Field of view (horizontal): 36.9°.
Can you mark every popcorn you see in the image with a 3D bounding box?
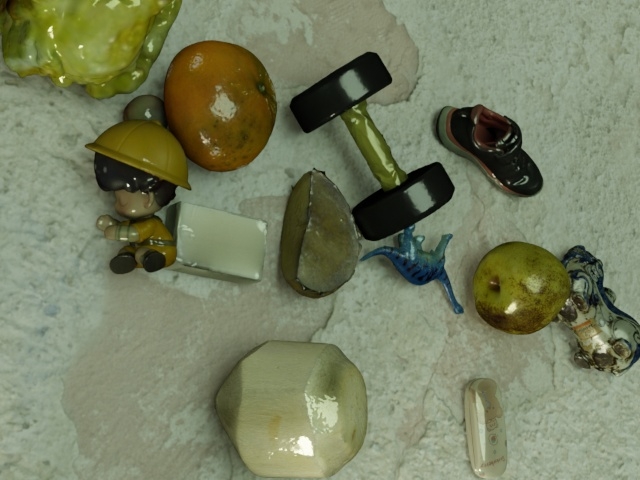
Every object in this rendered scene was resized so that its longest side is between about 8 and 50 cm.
[{"bbox_3d":[-0.378,-0.402,1.594,0.312,0.312,0.312,6,78,-29],"label":"popcorn"}]

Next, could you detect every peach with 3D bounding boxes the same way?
[{"bbox_3d":[-0.309,-0.221,1.708,0.083,0.083,0.083,6,78,-29],"label":"peach"}]

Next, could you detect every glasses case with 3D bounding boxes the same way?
[{"bbox_3d":[0.341,0.386,1.976,0.081,0.051,0.204,-1,81,-31],"label":"glasses case"}]

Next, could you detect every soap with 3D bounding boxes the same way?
[{"bbox_3d":[-0.190,0.007,1.740,0.183,0.063,0.122,13,74,-28],"label":"soap"}]

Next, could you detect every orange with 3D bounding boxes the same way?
[{"bbox_3d":[-0.173,-0.242,1.712,0.240,0.171,0.240,33,52,-56],"label":"orange"}]

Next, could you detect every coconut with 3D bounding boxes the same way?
[{"bbox_3d":[-0.059,0.291,1.661,0.237,0.265,0.238,-2,90,-66],"label":"coconut"}]

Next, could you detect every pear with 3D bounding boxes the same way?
[{"bbox_3d":[0.423,0.100,2.001,0.197,0.197,0.197,6,78,-29],"label":"pear"}]

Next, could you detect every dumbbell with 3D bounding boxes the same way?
[{"bbox_3d":[0.099,-0.181,1.860,0.203,0.203,0.323,-34,97,-30],"label":"dumbbell"}]

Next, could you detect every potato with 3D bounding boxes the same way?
[{"bbox_3d":[0.000,0.000,1.830,0.138,0.098,0.243,19,68,-27],"label":"potato"}]

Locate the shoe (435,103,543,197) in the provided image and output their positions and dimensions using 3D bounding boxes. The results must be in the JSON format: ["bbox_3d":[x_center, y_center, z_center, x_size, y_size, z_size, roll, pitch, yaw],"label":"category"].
[{"bbox_3d":[0.390,-0.205,2.067,0.291,0.137,0.114,33,67,-21],"label":"shoe"}]

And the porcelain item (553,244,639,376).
[{"bbox_3d":[0.611,0.157,2.141,0.288,0.138,0.186,50,44,-7],"label":"porcelain item"}]

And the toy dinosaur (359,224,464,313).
[{"bbox_3d":[0.197,0.035,1.945,0.329,0.076,0.145,29,62,-40],"label":"toy dinosaur"}]

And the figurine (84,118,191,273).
[{"bbox_3d":[-0.302,-0.077,1.628,0.167,0.192,0.257,-13,103,-33],"label":"figurine"}]
